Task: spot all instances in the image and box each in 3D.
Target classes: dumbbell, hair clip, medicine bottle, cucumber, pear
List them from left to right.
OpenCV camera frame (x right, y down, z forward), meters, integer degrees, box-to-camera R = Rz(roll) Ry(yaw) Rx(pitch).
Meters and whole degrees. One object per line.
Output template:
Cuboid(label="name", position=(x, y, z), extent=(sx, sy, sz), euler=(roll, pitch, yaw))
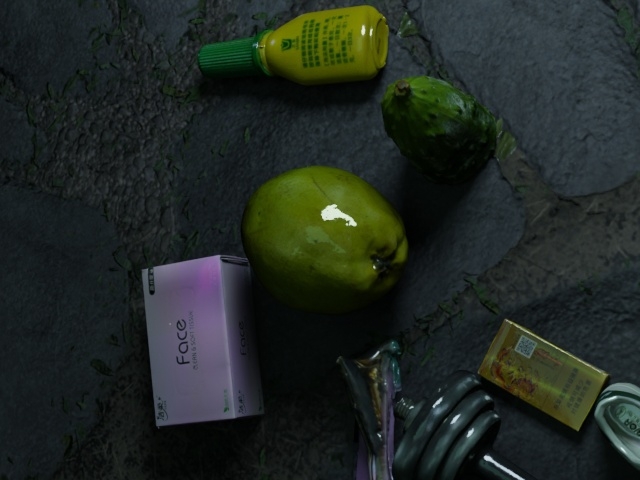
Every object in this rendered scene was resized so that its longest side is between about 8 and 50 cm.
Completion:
Cuboid(label="medicine bottle", position=(-0.048, -0.285, 1.560), extent=(0.308, 0.076, 0.111), euler=(-1, 79, 26))
Cuboid(label="pear", position=(0.000, 0.000, 1.436), extent=(0.269, 0.212, 0.213), euler=(18, 94, 44))
Cuboid(label="hair clip", position=(0.074, 0.320, 1.432), extent=(0.110, 0.095, 0.359), euler=(-8, 83, 26))
Cuboid(label="cucumber", position=(0.142, -0.161, 1.364), extent=(0.134, 0.244, 0.134), euler=(-5, 77, 23))
Cuboid(label="dumbbell", position=(0.261, 0.315, 1.293), extent=(0.406, 0.179, 0.179), euler=(32, 100, 25))

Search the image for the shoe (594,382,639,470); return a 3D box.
Cuboid(label="shoe", position=(0.436, 0.272, 1.247), extent=(0.265, 0.110, 0.095), euler=(38, 101, 27))

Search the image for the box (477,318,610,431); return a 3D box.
Cuboid(label="box", position=(0.295, 0.177, 1.375), extent=(0.156, 0.022, 0.089), euler=(27, 96, 26))

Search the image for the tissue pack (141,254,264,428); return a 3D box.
Cuboid(label="tissue pack", position=(-0.176, 0.153, 1.575), extent=(0.148, 0.092, 0.247), euler=(-11, 80, 24))
